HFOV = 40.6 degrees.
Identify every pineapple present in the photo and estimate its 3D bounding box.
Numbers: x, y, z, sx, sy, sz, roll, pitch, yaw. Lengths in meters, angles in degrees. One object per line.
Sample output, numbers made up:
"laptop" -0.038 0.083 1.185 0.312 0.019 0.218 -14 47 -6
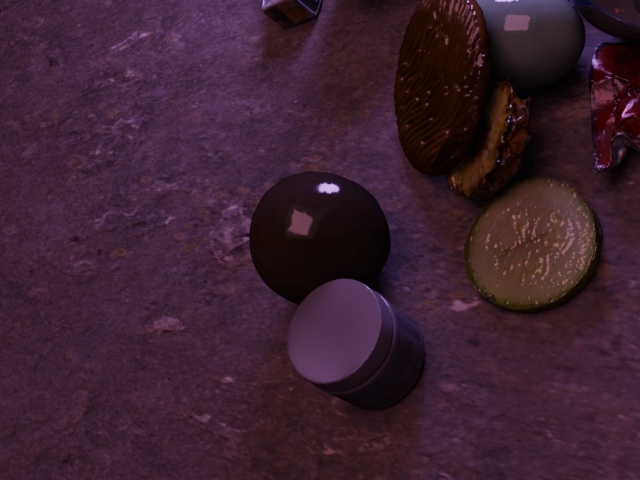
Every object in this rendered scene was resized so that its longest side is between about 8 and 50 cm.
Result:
"pineapple" 0.279 -0.160 1.403 0.225 0.076 0.224 -165 90 -71

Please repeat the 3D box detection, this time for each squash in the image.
"squash" 0.325 0.008 1.340 0.219 0.041 0.219 -18 57 30

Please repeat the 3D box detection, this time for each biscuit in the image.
"biscuit" 0.195 -0.267 1.460 0.318 0.040 0.317 -178 90 -71

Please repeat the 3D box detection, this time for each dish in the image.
"dish" 0.470 -0.385 1.372 0.228 0.086 0.236 -39 76 -23

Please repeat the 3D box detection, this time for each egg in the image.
"egg" 0.325 -0.337 1.435 0.231 0.168 0.168 14 76 39

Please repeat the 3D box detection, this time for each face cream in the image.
"face cream" 0.058 0.169 1.384 0.177 0.153 0.177 -17 57 28

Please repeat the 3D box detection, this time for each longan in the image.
"longan" 0.000 0.000 1.480 0.248 0.248 0.248 -17 58 29

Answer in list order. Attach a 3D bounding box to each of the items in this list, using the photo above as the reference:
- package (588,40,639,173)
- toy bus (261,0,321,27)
"package" 0.497 -0.213 1.312 0.194 0.071 0.269 7 67 24
"toy bus" -0.045 -0.644 1.930 0.138 0.097 0.342 -15 60 39
